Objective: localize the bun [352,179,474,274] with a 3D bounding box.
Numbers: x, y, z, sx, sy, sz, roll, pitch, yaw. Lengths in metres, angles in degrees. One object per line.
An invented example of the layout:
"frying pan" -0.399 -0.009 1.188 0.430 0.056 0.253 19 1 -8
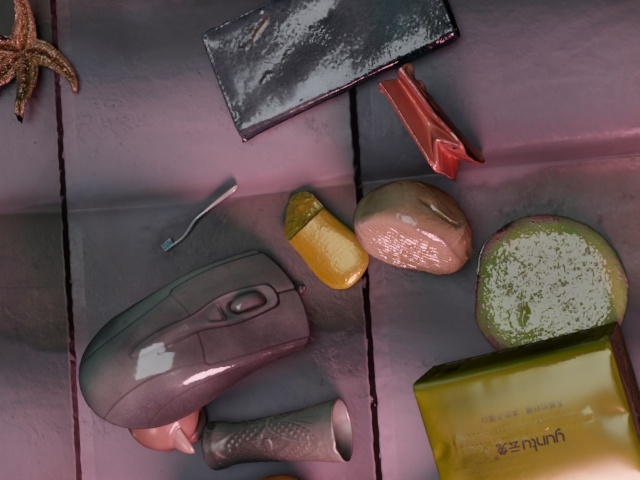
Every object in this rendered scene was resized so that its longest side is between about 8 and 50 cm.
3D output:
"bun" 0.140 -0.027 1.534 0.167 0.173 0.113 -7 56 47

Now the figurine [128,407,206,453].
"figurine" -0.240 0.265 1.643 0.125 0.125 0.138 -26 92 13

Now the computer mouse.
"computer mouse" -0.181 0.139 1.572 0.371 0.122 0.188 -26 73 -16

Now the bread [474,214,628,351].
"bread" 0.326 0.075 1.537 0.229 0.033 0.228 0 90 15

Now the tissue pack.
"tissue pack" 0.295 0.246 1.455 0.275 0.167 0.200 -16 91 22

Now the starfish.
"starfish" -0.496 -0.313 1.761 0.213 0.057 0.238 9 95 8

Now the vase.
"vase" -0.068 0.299 1.609 0.219 0.096 0.096 -10 86 18

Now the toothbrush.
"toothbrush" -0.190 -0.035 1.691 0.162 0.014 0.017 -38 98 10

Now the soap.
"soap" 0.000 0.000 1.627 0.168 0.033 0.089 43 96 13

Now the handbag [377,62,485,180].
"handbag" 0.156 -0.163 1.496 0.059 0.212 0.157 -36 80 12

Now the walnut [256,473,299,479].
"walnut" -0.078 0.438 1.576 0.206 0.159 0.159 -45 78 10

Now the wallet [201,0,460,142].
"wallet" 0.013 -0.311 1.627 0.379 0.046 0.190 -23 82 14
